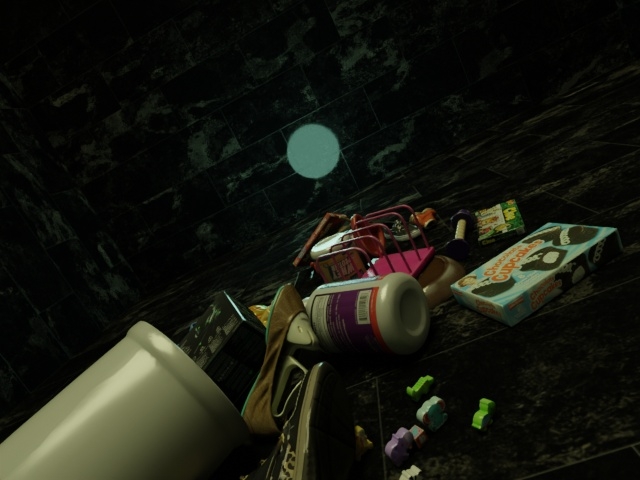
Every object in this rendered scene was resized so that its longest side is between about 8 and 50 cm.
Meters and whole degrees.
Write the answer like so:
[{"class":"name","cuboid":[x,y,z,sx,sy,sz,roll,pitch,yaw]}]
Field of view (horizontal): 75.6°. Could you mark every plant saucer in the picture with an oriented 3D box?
[{"class":"plant saucer","cuboid":[0.263,0.122,1.200,0.310,0.050,0.311,-25,14,7]}]

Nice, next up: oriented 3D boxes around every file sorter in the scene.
[{"class":"file sorter","cuboid":[0.158,0.043,1.198,0.202,0.183,0.290,-14,19,44]}]

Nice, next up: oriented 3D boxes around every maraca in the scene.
[{"class":"maraca","cuboid":[-0.219,0.295,1.398,0.127,0.099,0.186,-35,37,12]}]

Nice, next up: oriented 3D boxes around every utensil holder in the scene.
[{"class":"utensil holder","cuboid":[-0.380,0.403,0.763,0.385,0.328,0.327,-45,20,-30]}]

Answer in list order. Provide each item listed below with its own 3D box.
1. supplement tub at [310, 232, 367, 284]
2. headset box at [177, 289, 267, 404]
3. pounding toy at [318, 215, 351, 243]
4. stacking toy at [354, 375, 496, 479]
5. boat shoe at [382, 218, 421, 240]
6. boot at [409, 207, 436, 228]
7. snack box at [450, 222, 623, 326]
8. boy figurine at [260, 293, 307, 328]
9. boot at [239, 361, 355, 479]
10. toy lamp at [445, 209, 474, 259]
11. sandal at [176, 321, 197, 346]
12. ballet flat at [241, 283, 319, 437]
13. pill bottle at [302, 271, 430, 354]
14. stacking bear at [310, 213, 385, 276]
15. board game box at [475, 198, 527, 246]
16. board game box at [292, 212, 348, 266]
[{"class":"supplement tub","cuboid":[0.070,0.091,1.357,0.144,0.200,0.144,-26,13,7]},{"class":"headset box","cuboid":[-0.281,0.302,1.160,0.246,0.131,0.283,-52,27,-8]},{"class":"pounding toy","cuboid":[0.098,-0.020,1.765,0.205,0.181,0.094,-33,14,-23]},{"class":"stacking toy","cuboid":[0.159,0.309,0.683,0.221,0.052,0.166,-33,14,-24]},{"class":"boat shoe","cuboid":[0.321,-0.050,1.669,0.080,0.076,0.228,-31,13,-15]},{"class":"boot","cuboid":[0.431,-0.083,1.642,0.084,0.059,0.157,29,34,36]},{"class":"snack box","cuboid":[0.484,0.065,0.945,0.321,0.060,0.187,-30,13,-11]},{"class":"boy figurine","cuboid":[-0.145,0.268,1.255,0.285,0.092,0.178,-33,48,22]},{"class":"boot","cuboid":[-0.097,0.383,0.643,0.283,0.138,0.378,-24,33,24]},{"class":"toy lamp","cuboid":[0.453,-0.029,1.335,0.080,0.080,0.275,-19,17,31]},{"class":"sandal","cuboid":[-0.429,0.353,1.500,0.317,0.138,0.126,-25,15,19]},{"class":"ballet flat","cuboid":[-0.074,0.269,0.931,0.123,0.116,0.343,3,65,32]},{"class":"pill bottle","cuboid":[0.089,0.185,1.007,0.322,0.182,0.181,-15,18,44]},{"class":"stacking bear","cuboid":[0.089,0.051,1.588,0.288,0.175,0.165,-32,51,36]},{"class":"board game box","cuboid":[0.571,-0.060,1.323,0.136,0.031,0.260,-19,16,24]},{"class":"board game box","cuboid":[0.000,0.000,1.801,0.145,0.027,0.281,0,-50,-55]}]
